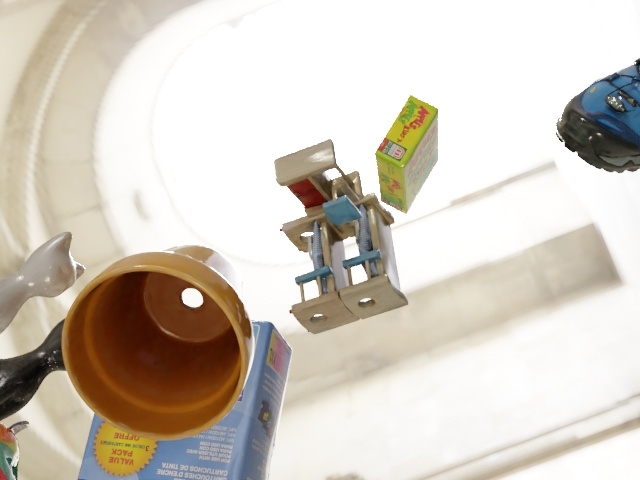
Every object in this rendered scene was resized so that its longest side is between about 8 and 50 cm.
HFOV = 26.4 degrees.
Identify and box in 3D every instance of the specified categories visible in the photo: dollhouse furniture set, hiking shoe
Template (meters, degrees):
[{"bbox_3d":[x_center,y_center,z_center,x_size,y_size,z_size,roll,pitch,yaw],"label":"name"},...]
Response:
[{"bbox_3d":[0.000,0.000,1.574,0.183,0.129,0.129,47,-151,-51],"label":"dollhouse furniture set"},{"bbox_3d":[0.353,-0.172,1.380,0.113,0.304,0.132,41,140,28],"label":"hiking shoe"}]

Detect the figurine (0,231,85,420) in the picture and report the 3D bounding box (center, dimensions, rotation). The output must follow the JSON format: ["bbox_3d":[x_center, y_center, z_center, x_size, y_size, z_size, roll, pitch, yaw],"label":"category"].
[{"bbox_3d":[-0.356,0.104,1.584,0.092,0.209,0.214,41,149,36],"label":"figurine"}]

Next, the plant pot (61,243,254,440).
[{"bbox_3d":[-0.164,0.092,1.540,0.188,0.205,0.205,-65,-46,-68],"label":"plant pot"}]

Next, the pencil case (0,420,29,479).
[{"bbox_3d":[-0.235,0.225,0.881,0.104,0.104,0.236,62,-165,-55],"label":"pencil case"}]

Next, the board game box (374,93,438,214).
[{"bbox_3d":[0.114,-0.109,1.774,0.043,0.092,0.181,29,167,13],"label":"board game box"}]

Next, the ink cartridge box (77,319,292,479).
[{"bbox_3d":[-0.214,0.320,2.112,0.151,0.270,0.395,54,-137,-63],"label":"ink cartridge box"}]
